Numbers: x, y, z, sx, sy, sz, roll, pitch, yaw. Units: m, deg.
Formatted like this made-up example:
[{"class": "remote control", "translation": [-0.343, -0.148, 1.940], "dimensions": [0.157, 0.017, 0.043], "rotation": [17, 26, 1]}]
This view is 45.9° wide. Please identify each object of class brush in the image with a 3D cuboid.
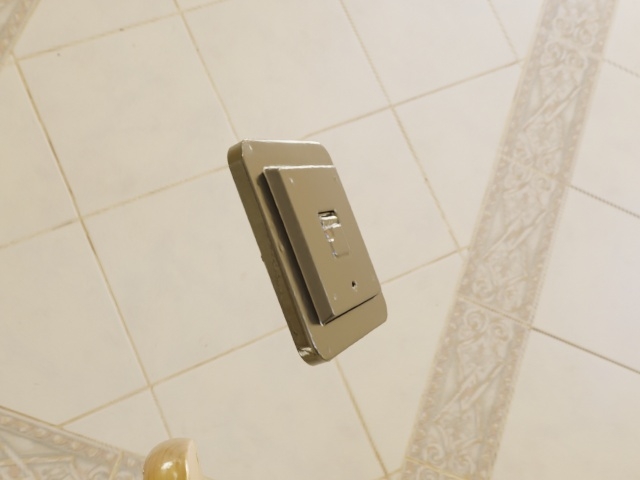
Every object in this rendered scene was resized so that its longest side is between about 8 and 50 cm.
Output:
[{"class": "brush", "translation": [-0.247, 0.388, 1.078], "dimensions": [0.166, 0.266, 0.174], "rotation": [-14, 112, -4]}]

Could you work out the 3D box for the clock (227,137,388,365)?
[{"class": "clock", "translation": [0.001, 0.000, 0.956], "dimensions": [0.049, 0.279, 0.273], "rotation": [-21, 88, 23]}]
